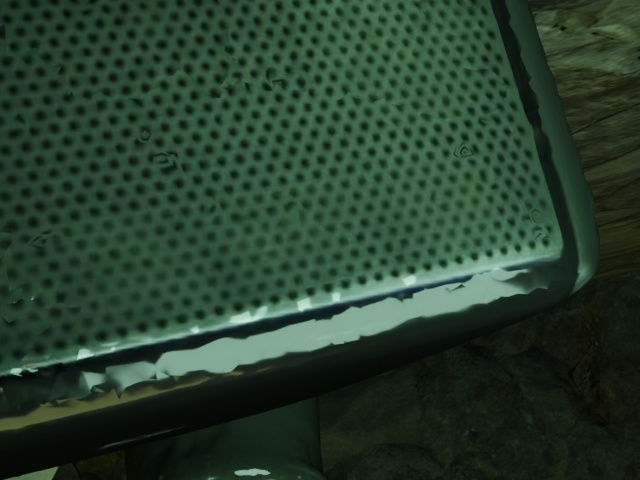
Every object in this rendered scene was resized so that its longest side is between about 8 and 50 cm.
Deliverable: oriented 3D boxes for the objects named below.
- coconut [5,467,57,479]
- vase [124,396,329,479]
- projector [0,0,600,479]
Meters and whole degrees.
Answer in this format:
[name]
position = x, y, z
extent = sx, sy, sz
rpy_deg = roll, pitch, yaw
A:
[coconut]
position = -0.343, 0.113, 0.920
extent = 0.323, 0.322, 0.323
rpy_deg = -13, 171, -2
[vase]
position = -0.096, 0.120, 1.091
extent = 0.245, 0.291, 0.245
rpy_deg = -6, 146, -4
[projector]
position = -0.123, -0.007, 0.651
extent = 0.405, 0.242, 0.395
rpy_deg = -11, 168, -22
